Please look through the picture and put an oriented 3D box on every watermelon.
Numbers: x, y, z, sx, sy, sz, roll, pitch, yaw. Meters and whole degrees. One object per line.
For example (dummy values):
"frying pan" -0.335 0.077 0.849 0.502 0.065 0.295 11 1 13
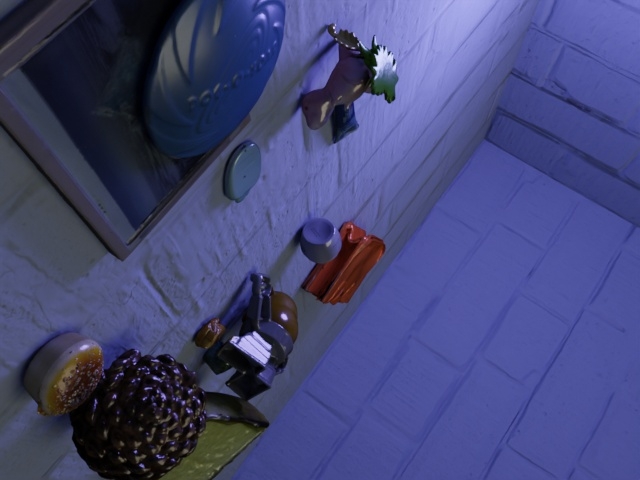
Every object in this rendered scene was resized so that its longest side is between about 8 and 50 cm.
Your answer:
"watermelon" -0.275 0.307 1.650 0.085 0.072 0.092 -32 115 -34

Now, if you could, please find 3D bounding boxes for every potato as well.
"potato" -0.349 0.477 1.548 0.330 0.213 0.280 -43 145 -11

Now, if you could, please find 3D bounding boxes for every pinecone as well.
"pinecone" -0.346 0.336 1.142 0.257 0.243 0.243 -41 174 28

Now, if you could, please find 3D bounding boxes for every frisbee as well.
"frisbee" -0.127 -0.233 0.846 0.289 0.049 0.289 -51 164 -20

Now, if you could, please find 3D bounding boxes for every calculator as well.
"calculator" -0.147 -0.126 1.169 0.095 0.021 0.153 -47 160 -30

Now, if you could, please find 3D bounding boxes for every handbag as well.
"handbag" 0.096 0.095 2.228 0.303 0.116 0.410 -57 165 3

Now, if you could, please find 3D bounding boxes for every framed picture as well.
"framed picture" -0.224 -0.180 0.796 0.326 0.028 0.446 -52 165 -18

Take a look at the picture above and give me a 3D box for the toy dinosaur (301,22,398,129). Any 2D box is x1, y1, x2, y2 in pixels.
"toy dinosaur" 0.055 -0.315 1.208 0.152 0.177 0.194 -17 110 -61

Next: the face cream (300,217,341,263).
"face cream" 0.000 0.000 1.719 0.117 0.117 0.104 -50 157 -22

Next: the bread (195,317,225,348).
"bread" -0.268 0.228 1.497 0.083 0.046 0.081 -49 169 -33

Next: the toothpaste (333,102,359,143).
"toothpaste" 0.053 -0.294 1.406 0.268 0.047 0.069 73 40 -76

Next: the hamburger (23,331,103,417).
"hamburger" -0.402 0.217 0.975 0.141 0.082 0.126 -60 165 10

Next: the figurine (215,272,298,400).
"figurine" -0.147 0.250 1.625 0.284 0.167 0.342 -62 172 -46
